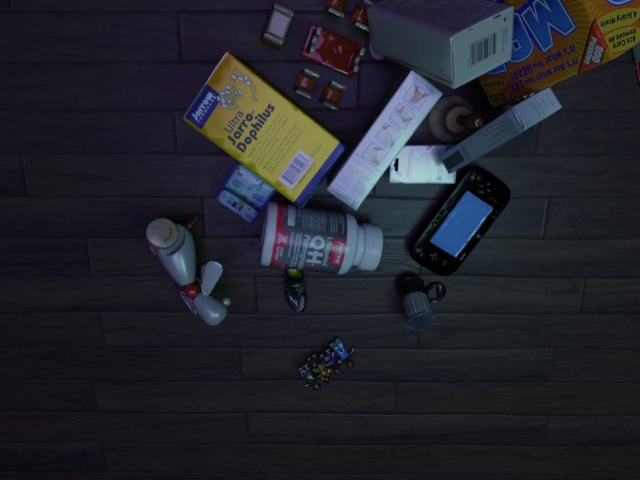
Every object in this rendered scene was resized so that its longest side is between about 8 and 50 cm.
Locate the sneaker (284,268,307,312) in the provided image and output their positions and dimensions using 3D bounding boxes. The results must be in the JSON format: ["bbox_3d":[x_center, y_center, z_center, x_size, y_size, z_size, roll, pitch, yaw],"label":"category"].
[{"bbox_3d":[-0.078,0.130,1.340,0.066,0.078,0.188,-4,106,2],"label":"sneaker"}]

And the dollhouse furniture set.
[{"bbox_3d":[-0.016,-0.503,1.151,0.258,0.135,0.262,18,106,-16],"label":"dollhouse furniture set"}]

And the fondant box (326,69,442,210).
[{"bbox_3d":[0.144,-0.253,1.144,0.096,0.238,0.330,33,104,-8],"label":"fondant box"}]

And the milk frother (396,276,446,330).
[{"bbox_3d":[0.310,0.186,1.323,0.143,0.135,0.129,-16,136,8],"label":"milk frother"}]

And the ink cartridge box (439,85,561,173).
[{"bbox_3d":[0.449,-0.274,1.077,0.238,0.275,0.060,-30,89,-21],"label":"ink cartridge box"}]

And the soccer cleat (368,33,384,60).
[{"bbox_3d":[0.172,-0.557,1.139,0.068,0.076,0.197,18,106,-4],"label":"soccer cleat"}]

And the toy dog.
[{"bbox_3d":[-0.352,0.061,1.285,0.161,0.220,0.334,-36,113,-22],"label":"toy dog"}]

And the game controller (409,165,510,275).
[{"bbox_3d":[0.395,-0.049,1.290,0.166,0.067,0.319,32,105,-8],"label":"game controller"}]

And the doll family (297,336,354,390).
[{"bbox_3d":[0.026,0.392,1.419,0.192,0.076,0.111,-34,98,7],"label":"doll family"}]

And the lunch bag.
[{"bbox_3d":[-0.206,-0.135,1.262,0.128,0.096,0.151,35,118,-11],"label":"lunch bag"}]

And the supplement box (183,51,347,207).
[{"bbox_3d":[-0.128,-0.279,1.161,0.356,0.194,0.195,36,104,-10],"label":"supplement box"}]

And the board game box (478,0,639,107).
[{"bbox_3d":[0.514,-0.553,0.933,0.356,0.356,0.357,-32,99,-9],"label":"board game box"}]

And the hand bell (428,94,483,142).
[{"bbox_3d":[0.355,-0.300,1.126,0.126,0.242,0.126,0,106,1],"label":"hand bell"}]

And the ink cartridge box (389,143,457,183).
[{"bbox_3d":[0.277,-0.211,1.246,0.181,0.062,0.105,0,106,0],"label":"ink cartridge box"}]

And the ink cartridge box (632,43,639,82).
[{"bbox_3d":[0.946,-0.559,1.105,0.309,0.130,0.272,-20,106,6],"label":"ink cartridge box"}]

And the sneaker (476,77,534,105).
[{"bbox_3d":[0.461,-0.485,1.158,0.281,0.106,0.163,33,94,-14],"label":"sneaker"}]

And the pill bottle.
[{"bbox_3d":[0.000,0.000,1.243,0.318,0.176,0.177,7,106,-10],"label":"pill bottle"}]

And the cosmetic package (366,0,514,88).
[{"bbox_3d":[0.252,-0.460,1.001,0.160,0.309,0.113,-28,133,-10],"label":"cosmetic package"}]
